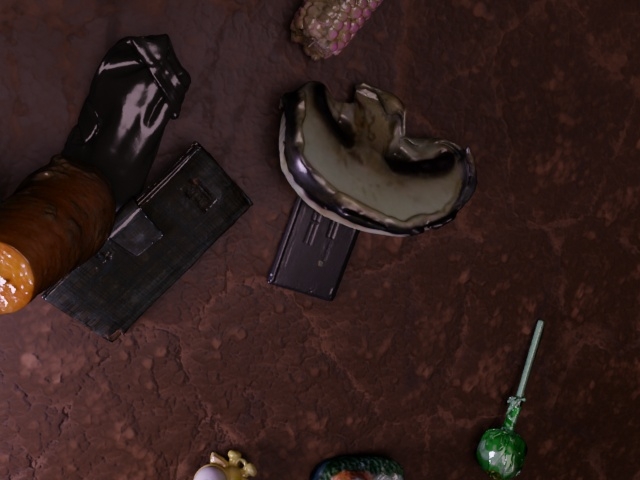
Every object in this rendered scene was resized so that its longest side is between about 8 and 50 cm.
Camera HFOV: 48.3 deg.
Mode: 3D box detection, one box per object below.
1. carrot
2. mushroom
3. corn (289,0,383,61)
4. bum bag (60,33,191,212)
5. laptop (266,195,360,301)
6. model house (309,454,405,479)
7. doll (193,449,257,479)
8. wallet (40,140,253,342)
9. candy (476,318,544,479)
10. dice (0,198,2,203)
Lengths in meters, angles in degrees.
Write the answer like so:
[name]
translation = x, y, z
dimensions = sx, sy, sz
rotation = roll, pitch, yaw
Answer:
[carrot]
translation = -0.337, -0.015, 0.889
dimensions = 0.138, 0.302, 0.139
rotation = 0, 115, 0
[mushroom]
translation = 0.081, -0.129, 1.168
dimensions = 0.344, 0.130, 0.248
rotation = 9, 74, -24
[corn]
translation = 0.074, -0.432, 1.103
dimensions = 0.126, 0.126, 0.335
rotation = 40, 91, -22
[bum bag]
translation = -0.291, -0.151, 1.046
dimensions = 0.142, 0.080, 0.326
rotation = 27, 104, -16
[laptop]
translation = 0.000, 0.000, 1.219
dimensions = 0.135, 0.016, 0.197
rotation = 18, 95, -23
[model house]
translation = 0.106, 0.544, 1.232
dimensions = 0.184, 0.291, 0.253
rotation = 3, 101, -25
[doll]
translation = -0.219, 0.486, 1.209
dimensions = 0.117, 0.086, 0.291
rotation = 40, 85, 7
[wallet]
translation = -0.254, 0.008, 1.082
dimensions = 0.317, 0.044, 0.169
rotation = -44, 139, -4
[candy]
translation = 0.387, 0.309, 1.401
dimensions = 0.097, 0.097, 0.324
rotation = 19, 86, -22
[dice]
translation = -0.580, -0.018, 0.873
dimensions = 0.264, 0.268, 0.263
rotation = 40, 87, -23
